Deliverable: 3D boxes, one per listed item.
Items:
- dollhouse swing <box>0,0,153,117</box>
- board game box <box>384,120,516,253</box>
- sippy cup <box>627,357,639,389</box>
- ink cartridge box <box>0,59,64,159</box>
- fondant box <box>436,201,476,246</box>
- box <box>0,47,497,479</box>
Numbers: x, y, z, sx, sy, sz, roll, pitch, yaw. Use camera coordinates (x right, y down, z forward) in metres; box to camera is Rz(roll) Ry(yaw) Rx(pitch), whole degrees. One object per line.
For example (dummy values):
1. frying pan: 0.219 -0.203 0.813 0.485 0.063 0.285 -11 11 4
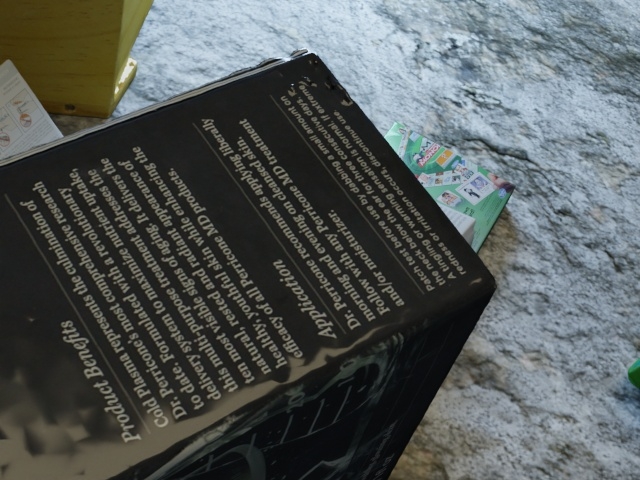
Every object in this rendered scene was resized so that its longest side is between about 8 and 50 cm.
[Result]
1. dollhouse swing: -0.364 -0.408 1.600 0.315 0.347 0.305 4 52 -12
2. board game box: 0.129 -0.023 1.630 0.213 0.046 0.317 29 51 10
3. sippy cup: 0.569 0.187 1.487 0.305 0.240 0.224 -38 79 -10
4. ink cartridge box: -0.397 -0.081 1.433 0.232 0.066 0.189 55 48 -21
5. fondant box: 0.000 0.000 1.458 0.330 0.096 0.238 24 42 21
6. box: -0.164 0.148 1.010 0.471 0.480 0.297 -23 63 -25
